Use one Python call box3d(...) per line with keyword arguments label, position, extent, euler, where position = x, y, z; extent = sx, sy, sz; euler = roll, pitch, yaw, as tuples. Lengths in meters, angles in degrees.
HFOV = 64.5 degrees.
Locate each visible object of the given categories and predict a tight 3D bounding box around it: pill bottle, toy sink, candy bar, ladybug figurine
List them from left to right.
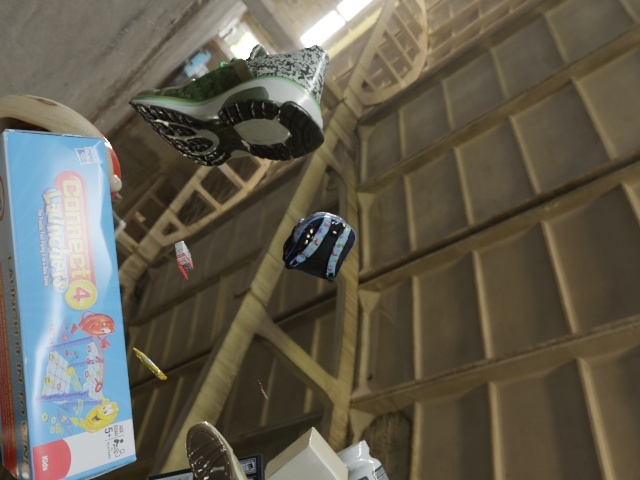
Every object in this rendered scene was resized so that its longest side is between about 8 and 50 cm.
box3d(label="ladybug figurine", position=(-0.675, -0.196, 1.276), extent=(0.306, 0.448, 0.162), euler=(-71, 165, 11))
box3d(label="candy bar", position=(-0.486, 0.351, 1.442), extent=(0.161, 0.040, 0.018), euler=(23, -118, 42))
box3d(label="toy sink", position=(-0.064, 0.642, 1.344), extent=(0.234, 0.153, 0.131), euler=(-41, 178, 3))
box3d(label="pill bottle", position=(0.145, 0.790, 1.592), extent=(0.162, 0.279, 0.162), euler=(-24, 161, -9))

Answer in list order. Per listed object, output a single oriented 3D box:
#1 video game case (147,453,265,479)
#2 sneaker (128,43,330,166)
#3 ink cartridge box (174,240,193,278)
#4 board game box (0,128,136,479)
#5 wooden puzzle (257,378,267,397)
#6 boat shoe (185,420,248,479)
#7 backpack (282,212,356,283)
box3d(label="video game case", position=(-0.252, 0.610, 1.093), extent=(0.274, 0.035, 0.248), euler=(-12, -139, 0))
box3d(label="sneaker", position=(-0.143, -0.235, 0.841), extent=(0.409, 0.158, 0.182), euler=(8, -119, 33))
box3d(label="ink cartridge box", position=(-0.418, 0.060, 1.564), extent=(0.029, 0.063, 0.115), euler=(-24, -138, -4))
box3d(label="board game box", position=(-0.315, 0.073, 0.552), extent=(0.086, 0.309, 0.301), euler=(-4, 176, -43))
box3d(label="wooden puzzle", position=(-0.198, 0.512, 1.735), extent=(0.006, 0.050, 0.083), euler=(-24, -160, -14))
box3d(label="boat shoe", position=(-0.158, 0.369, 0.819), extent=(0.068, 0.190, 0.072), euler=(-22, -172, 3))
box3d(label="backpack", position=(0.000, 0.000, 1.292), extent=(0.173, 0.158, 0.117), euler=(-60, -158, 28))
